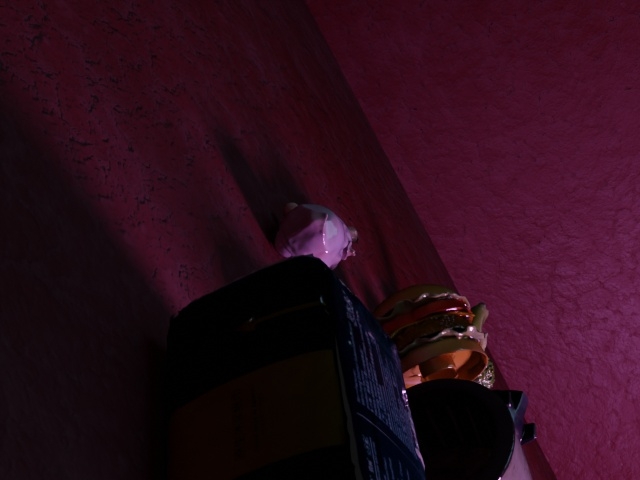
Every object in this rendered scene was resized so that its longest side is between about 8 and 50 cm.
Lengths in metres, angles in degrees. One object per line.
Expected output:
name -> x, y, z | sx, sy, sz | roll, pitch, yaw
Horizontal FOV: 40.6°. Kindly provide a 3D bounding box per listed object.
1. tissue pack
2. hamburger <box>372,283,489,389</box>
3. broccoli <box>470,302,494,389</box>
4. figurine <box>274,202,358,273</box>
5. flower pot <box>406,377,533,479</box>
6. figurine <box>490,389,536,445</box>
tissue pack -> -0.021, 0.265, 0.994 | 0.264, 0.253, 0.416 | 51, 18, -41
hamburger -> 0.225, 0.214, 1.919 | 0.274, 0.274, 0.212 | 42, 24, -54
broccoli -> 0.346, 0.300, 2.401 | 0.254, 0.186, 0.302 | 17, 28, -10
figurine -> 0.000, 0.000, 1.793 | 0.200, 0.133, 0.276 | 63, 13, 15
flower pot -> 0.249, 0.464, 1.553 | 0.293, 0.294, 0.330 | -95, 160, -57
figurine -> 0.297, 0.401, 1.780 | 0.308, 0.309, 0.143 | 44, 34, -52
